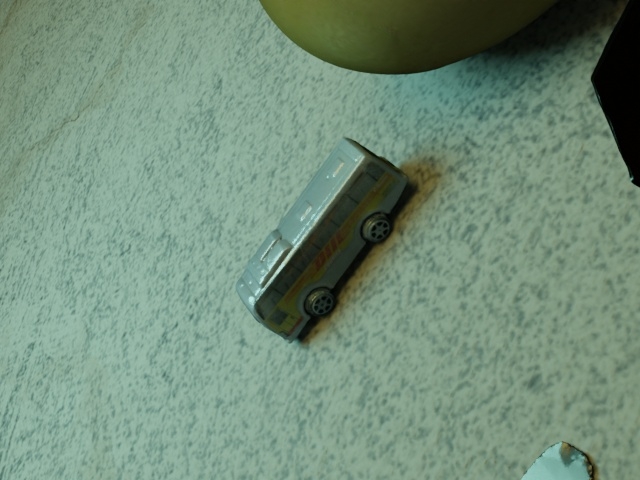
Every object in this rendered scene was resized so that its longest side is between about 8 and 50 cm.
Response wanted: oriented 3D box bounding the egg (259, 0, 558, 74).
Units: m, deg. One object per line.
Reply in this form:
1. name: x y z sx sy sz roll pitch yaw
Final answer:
1. egg: 0.092 -0.306 0.847 0.374 0.301 0.301 -38 41 26

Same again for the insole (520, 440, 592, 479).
1. insole: 0.122 0.218 0.694 0.188 0.004 0.064 -55 37 5

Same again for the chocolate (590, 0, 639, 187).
1. chocolate: 0.280 -0.094 0.651 0.224 0.206 0.177 -62 -6 -4

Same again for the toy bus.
1. toy bus: 0.000 0.000 0.928 0.190 0.075 0.064 -52 38 7
